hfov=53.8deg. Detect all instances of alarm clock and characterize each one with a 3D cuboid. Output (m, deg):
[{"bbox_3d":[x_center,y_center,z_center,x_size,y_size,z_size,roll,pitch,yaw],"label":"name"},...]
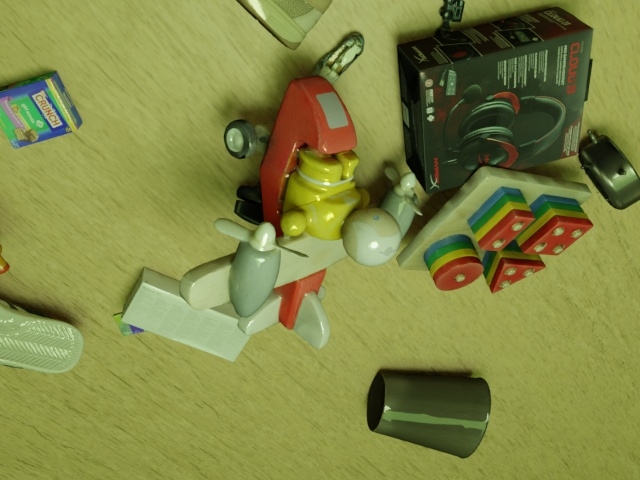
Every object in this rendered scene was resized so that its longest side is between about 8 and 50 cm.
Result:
[{"bbox_3d":[0.510,-0.107,1.104,0.064,0.129,0.192,-36,142,19],"label":"alarm clock"}]

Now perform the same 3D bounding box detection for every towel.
[{"bbox_3d":[-0.363,0.162,1.255,0.083,0.009,0.060,-10,126,0],"label":"towel"}]

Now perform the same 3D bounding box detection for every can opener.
[{"bbox_3d":[-0.067,-0.051,1.118,0.186,0.059,0.073,19,94,-30],"label":"can opener"}]

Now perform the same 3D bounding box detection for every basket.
[{"bbox_3d":[0.228,0.373,1.391,0.227,0.154,0.204,13,121,-11],"label":"basket"}]

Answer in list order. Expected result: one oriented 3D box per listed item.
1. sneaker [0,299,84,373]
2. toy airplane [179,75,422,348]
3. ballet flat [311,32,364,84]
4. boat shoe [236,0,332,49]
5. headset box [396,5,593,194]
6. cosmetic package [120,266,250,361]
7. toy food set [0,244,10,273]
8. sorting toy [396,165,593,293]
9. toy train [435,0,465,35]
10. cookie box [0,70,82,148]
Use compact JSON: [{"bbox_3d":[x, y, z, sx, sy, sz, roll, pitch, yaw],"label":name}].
[{"bbox_3d":[-0.614,0.156,1.132,0.350,0.131,0.148,33,155,-33],"label":"sneaker"},{"bbox_3d":[0.000,0.000,0.971,0.384,0.273,0.386,47,66,-47],"label":"toy airplane"},{"bbox_3d":[0.025,-0.273,0.979,0.041,0.041,0.114,35,115,-26],"label":"ballet flat"},{"bbox_3d":[-0.120,-0.399,0.827,0.110,0.121,0.341,-46,133,10],"label":"boat shoe"},{"bbox_3d":[0.280,-0.220,0.983,0.293,0.110,0.218,-14,129,-5],"label":"headset box"},{"bbox_3d":[-0.251,0.145,1.222,0.239,0.060,0.099,26,113,-22],"label":"cosmetic package"},{"bbox_3d":[-0.632,0.005,1.053,0.232,0.111,0.104,-9,127,8],"label":"toy food set"},{"bbox_3d":[0.310,0.002,1.094,0.257,0.089,0.255,4,142,-31],"label":"sorting toy"},{"bbox_3d":[0.197,-0.307,0.984,0.036,0.027,0.158,-5,126,-16],"label":"toy train"},{"bbox_3d":[-0.441,-0.201,0.974,0.107,0.040,0.091,-16,124,3],"label":"cookie box"}]
